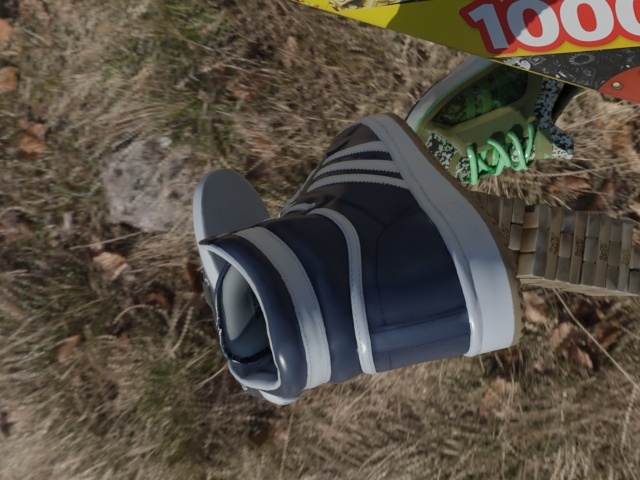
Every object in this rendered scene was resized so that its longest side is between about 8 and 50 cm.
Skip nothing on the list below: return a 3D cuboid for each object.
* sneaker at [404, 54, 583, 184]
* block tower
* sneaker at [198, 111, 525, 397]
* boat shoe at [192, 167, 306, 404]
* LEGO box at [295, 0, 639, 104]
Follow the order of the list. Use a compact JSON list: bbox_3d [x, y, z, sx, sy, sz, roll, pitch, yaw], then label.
[{"bbox_3d":[0.237,-0.146,1.357,0.182,0.158,0.410,36,80,22],"label":"sneaker"},{"bbox_3d":[0.213,0.000,1.219,0.335,0.097,0.091,10,82,-22],"label":"block tower"},{"bbox_3d":[0.000,0.000,0.632,0.153,0.282,0.099,-15,112,-8],"label":"sneaker"},{"bbox_3d":[-0.076,0.046,0.982,0.076,0.080,0.228,-11,103,51],"label":"boat shoe"},{"bbox_3d":[0.076,-0.327,0.663,0.500,0.372,0.193,16,60,-1],"label":"LEGO box"}]
